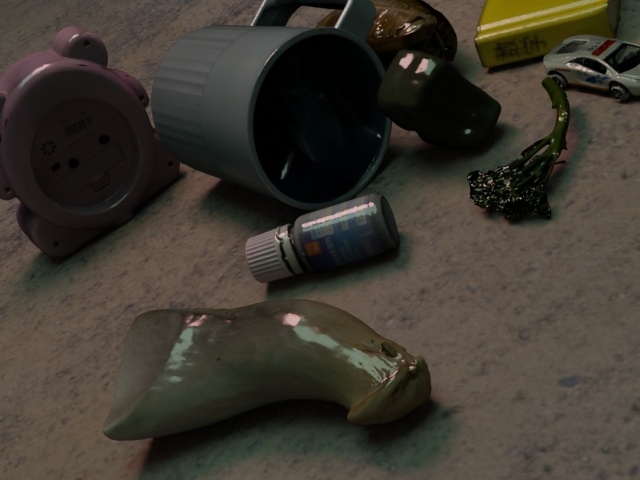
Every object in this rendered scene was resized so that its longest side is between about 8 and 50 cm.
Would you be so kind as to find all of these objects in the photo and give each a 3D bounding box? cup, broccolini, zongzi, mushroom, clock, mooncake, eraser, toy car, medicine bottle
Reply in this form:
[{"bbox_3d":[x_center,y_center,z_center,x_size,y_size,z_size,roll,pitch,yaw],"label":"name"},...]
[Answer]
[{"bbox_3d":[-0.083,-0.234,1.725,0.257,0.331,0.311,-3,13,-37],"label":"cup"},{"bbox_3d":[0.274,-0.128,1.542,0.123,0.062,0.271,6,48,20],"label":"broccolini"},{"bbox_3d":[0.063,-0.303,1.887,0.288,0.134,0.286,-36,31,-1],"label":"zongzi"},{"bbox_3d":[-0.057,0.150,1.334,0.397,0.126,0.177,-10,46,25],"label":"mushroom"},{"bbox_3d":[-0.406,-0.162,1.850,0.295,0.322,0.113,-37,38,-15],"label":"clock"},{"bbox_3d":[0.169,-0.197,1.622,0.168,0.175,0.104,124,171,-81],"label":"mooncake"},{"bbox_3d":[0.359,-0.353,1.792,0.226,0.069,0.158,-10,37,27],"label":"eraser"},{"bbox_3d":[0.412,-0.254,1.626,0.095,0.056,0.205,-39,33,-20],"label":"toy car"},{"bbox_3d":[0.000,0.000,1.541,0.203,0.083,0.083,-16,34,17],"label":"medicine bottle"}]
